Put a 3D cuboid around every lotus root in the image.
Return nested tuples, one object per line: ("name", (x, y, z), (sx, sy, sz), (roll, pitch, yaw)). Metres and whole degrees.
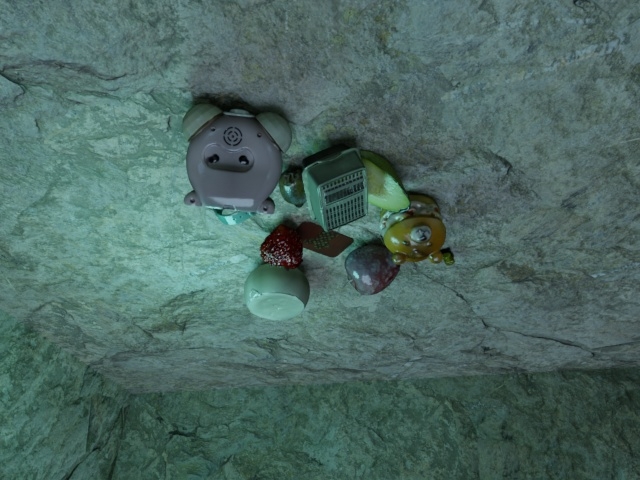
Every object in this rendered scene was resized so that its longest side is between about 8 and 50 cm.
("lotus root", (-0.094, -0.189, 1.668), (0.113, 0.088, 0.192), (-2, 145, 6))

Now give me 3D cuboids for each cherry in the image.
("cherry", (0.215, 0.133, 2.005), (0.286, 0.212, 0.236), (-31, 159, 3))

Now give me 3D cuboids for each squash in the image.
("squash", (0.215, -0.194, 1.614), (0.204, 0.154, 0.236), (-4, 145, 3))

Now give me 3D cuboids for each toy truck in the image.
("toy truck", (0.587, 0.077, 2.056), (0.049, 0.054, 0.083), (-18, 141, 22))

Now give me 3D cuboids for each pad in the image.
("pad", (0.000, 0.000, 1.996), (0.267, 0.004, 0.181), (20, 140, -25))

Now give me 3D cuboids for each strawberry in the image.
("strawberry", (-0.160, 0.023, 1.893), (0.184, 0.187, 0.201), (-19, 137, -34))

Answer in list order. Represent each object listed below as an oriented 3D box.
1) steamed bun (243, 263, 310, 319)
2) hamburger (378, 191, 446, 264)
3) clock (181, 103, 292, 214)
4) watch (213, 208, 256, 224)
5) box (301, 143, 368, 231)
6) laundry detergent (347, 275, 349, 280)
("steamed bun", (-0.208, 0.233, 2.140), (0.325, 0.206, 0.324), (-2, 145, -2))
("hamburger", (0.368, -0.027, 1.770), (0.277, 0.236, 0.276), (-2, 144, -2))
("clock", (-0.272, -0.257, 1.422), (0.342, 0.325, 0.184), (6, -175, -13))
("watch", (-0.288, -0.160, 1.613), (0.195, 0.237, 0.068), (12, 144, 34))
("box", (0.053, -0.186, 1.571), (0.221, 0.166, 0.290), (-23, 143, -10))
("laundry detergent", (0.245, 0.168, 2.174), (0.211, 0.063, 0.137), (-26, 130, 30))
